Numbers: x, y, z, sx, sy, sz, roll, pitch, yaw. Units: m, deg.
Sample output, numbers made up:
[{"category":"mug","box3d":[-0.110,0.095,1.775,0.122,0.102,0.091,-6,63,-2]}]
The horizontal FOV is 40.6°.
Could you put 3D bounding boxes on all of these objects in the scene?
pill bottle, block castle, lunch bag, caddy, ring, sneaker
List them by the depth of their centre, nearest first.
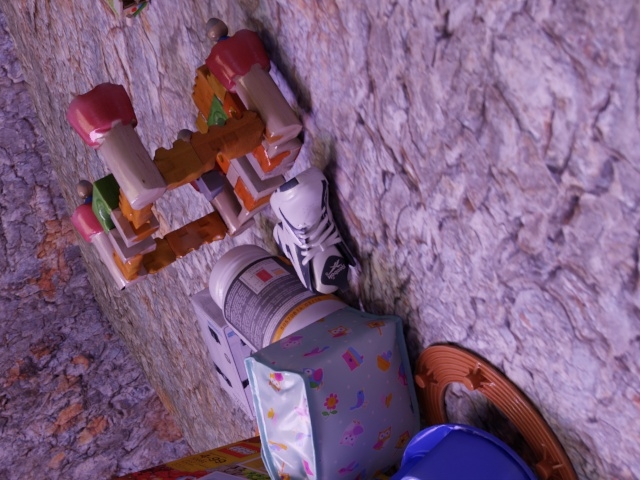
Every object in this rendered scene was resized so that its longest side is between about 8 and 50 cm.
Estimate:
[{"category":"caddy","box3d":[0.207,0.403,1.107,0.341,0.179,0.241,55,134,15]},{"category":"ring","box3d":[0.232,0.295,1.191,0.336,0.032,0.337,48,154,32]},{"category":"sneaker","box3d":[0.000,0.000,1.265,0.153,0.094,0.235,53,157,16]},{"category":"lunch bag","box3d":[0.025,0.258,1.278,0.160,0.223,0.262,10,116,46]},{"category":"block castle","box3d":[-0.227,-0.126,1.333,0.213,0.303,0.453,58,157,10]},{"category":"pill bottle","box3d":[-0.069,0.119,1.467,0.278,0.162,0.162,36,147,47]}]

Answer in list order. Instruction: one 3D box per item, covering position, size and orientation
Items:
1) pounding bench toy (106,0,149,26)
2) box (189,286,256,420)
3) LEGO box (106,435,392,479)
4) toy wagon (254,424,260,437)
[{"category":"pounding bench toy","box3d":[-0.329,-0.419,1.523,0.083,0.065,0.052,55,157,16]},{"category":"box","box3d":[-0.195,0.257,2.016,0.169,0.087,0.290,36,147,48]},{"category":"LEGO box","box3d":[-0.061,0.495,1.392,0.500,0.372,0.193,5,97,42]},{"category":"toy wagon","box3d":[-0.027,0.385,1.685,0.344,0.068,0.267,-41,55,52]}]
